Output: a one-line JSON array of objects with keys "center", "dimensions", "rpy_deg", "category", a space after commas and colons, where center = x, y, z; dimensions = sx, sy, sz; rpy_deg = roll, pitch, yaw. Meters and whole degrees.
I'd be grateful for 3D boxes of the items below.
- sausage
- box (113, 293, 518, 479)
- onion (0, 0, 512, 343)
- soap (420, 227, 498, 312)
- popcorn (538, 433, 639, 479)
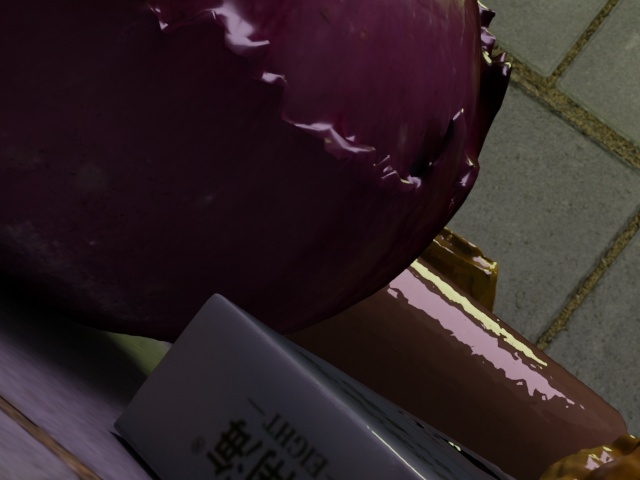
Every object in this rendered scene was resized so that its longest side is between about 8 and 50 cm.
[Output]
[{"center": [0.078, 0.097, 1.056], "dimensions": [0.253, 0.123, 0.123], "rpy_deg": [38, 1, -3], "category": "sausage"}, {"center": [0.052, 0.123, 0.632], "dimensions": [0.243, 0.067, 0.155], "rpy_deg": [36, 4, -45], "category": "box"}, {"center": [-0.084, -0.107, 0.760], "dimensions": [0.358, 0.345, 0.358], "rpy_deg": [35, 19, -14], "category": "onion"}, {"center": [0.001, 0.000, 1.439], "dimensions": [0.324, 0.096, 0.204], "rpy_deg": [33, -15, 12], "category": "soap"}, {"center": [0.187, 0.181, 0.828], "dimensions": [0.194, 0.163, 0.140], "rpy_deg": [-1, -46, 37], "category": "popcorn"}]
